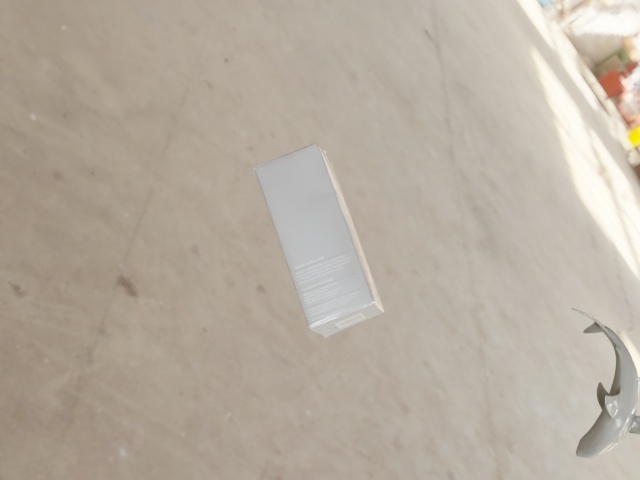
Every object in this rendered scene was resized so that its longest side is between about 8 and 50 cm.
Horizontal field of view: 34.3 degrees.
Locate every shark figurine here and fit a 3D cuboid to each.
[{"bbox_3d":[0.535,0.264,1.901,0.116,0.166,0.278,11,78,-49],"label":"shark figurine"}]

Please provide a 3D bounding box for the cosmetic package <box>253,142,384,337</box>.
[{"bbox_3d":[0.000,0.000,1.415,0.127,0.107,0.237,46,21,-74],"label":"cosmetic package"}]
